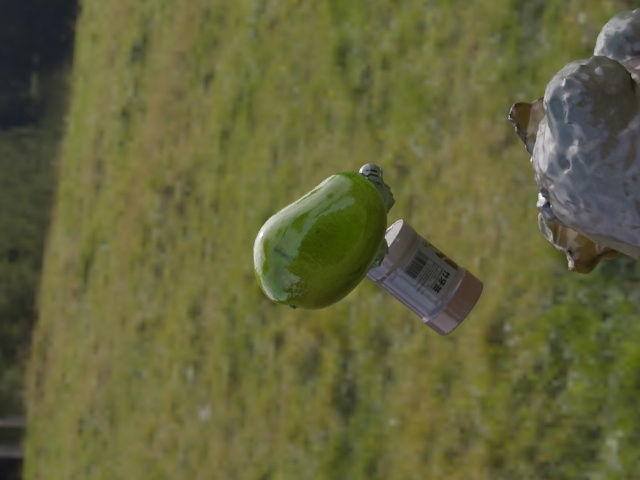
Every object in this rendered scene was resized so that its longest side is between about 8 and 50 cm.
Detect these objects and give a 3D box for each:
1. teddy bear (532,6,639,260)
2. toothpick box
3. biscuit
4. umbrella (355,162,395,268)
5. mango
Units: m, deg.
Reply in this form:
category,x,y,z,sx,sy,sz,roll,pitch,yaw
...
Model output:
category,x,y,z,sx,sy,sz,roll,pitch,yaw
teddy bear,0.263,-0.035,1.006,0.236,0.267,0.151,-44,-33,-44
toothpick box,0.142,0.053,2.272,0.098,0.149,0.098,-51,9,11
biscuit,0.253,-0.054,1.545,0.061,0.118,0.183,91,166,-65
umbrella,0.060,-0.034,2.023,0.062,0.067,0.143,117,161,-58
mango,0.003,0.006,1.731,0.117,0.163,0.089,56,-177,2
